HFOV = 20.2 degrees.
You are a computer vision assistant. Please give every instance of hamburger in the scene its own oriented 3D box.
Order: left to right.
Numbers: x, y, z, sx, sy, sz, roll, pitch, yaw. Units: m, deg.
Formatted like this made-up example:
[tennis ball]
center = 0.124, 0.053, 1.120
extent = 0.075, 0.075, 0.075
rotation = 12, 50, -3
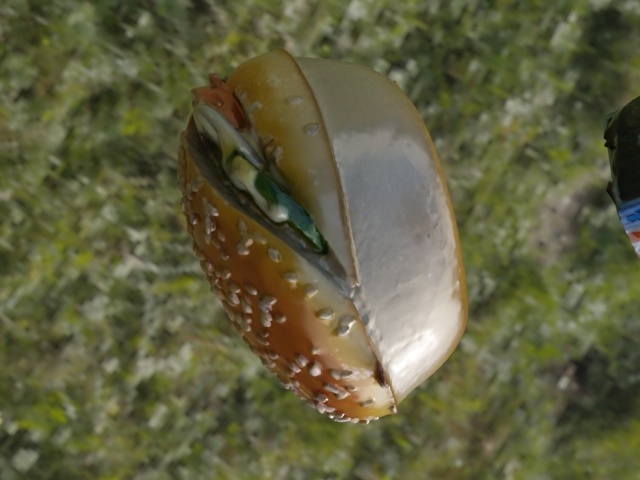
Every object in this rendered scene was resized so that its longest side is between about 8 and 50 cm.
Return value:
[hamburger]
center = -0.001, -0.001, 1.060
extent = 0.147, 0.237, 0.237
rotation = -19, 136, -10

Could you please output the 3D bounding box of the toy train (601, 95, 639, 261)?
[toy train]
center = 0.340, -0.080, 0.864
extent = 0.409, 0.086, 0.089
rotation = -19, 124, 15
